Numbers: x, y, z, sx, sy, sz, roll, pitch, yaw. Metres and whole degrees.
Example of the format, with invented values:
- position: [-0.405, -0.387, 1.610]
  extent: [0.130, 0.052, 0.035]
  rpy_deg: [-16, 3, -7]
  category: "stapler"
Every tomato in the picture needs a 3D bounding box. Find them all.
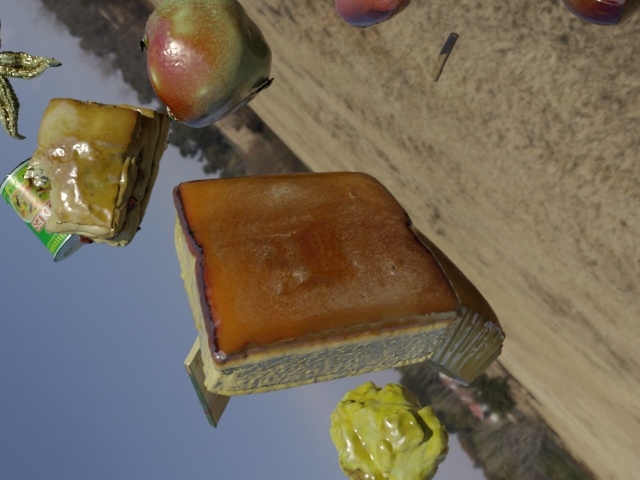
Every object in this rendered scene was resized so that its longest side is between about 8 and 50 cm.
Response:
- position: [-0.239, -0.403, 1.527]
  extent: [0.303, 0.239, 0.303]
  rpy_deg: [-13, -90, -71]
  category: "tomato"

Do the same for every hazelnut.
- position: [0.677, -0.617, 1.598]
  extent: [0.218, 0.234, 0.218]
  rpy_deg: [41, -174, -6]
  category: "hazelnut"

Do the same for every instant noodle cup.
- position: [-0.711, -0.091, 1.818]
  extent: [0.233, 0.207, 0.207]
  rpy_deg: [43, -179, -2]
  category: "instant noodle cup"

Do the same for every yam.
- position: [0.338, -0.503, 1.890]
  extent: [0.032, 0.145, 0.032]
  rpy_deg: [14, -139, -12]
  category: "yam"

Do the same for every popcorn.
- position: [0.139, 0.431, 1.482]
  extent: [0.235, 0.242, 0.250]
  rpy_deg: [54, 175, -31]
  category: "popcorn"

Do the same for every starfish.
- position: [-0.784, -0.415, 1.567]
  extent: [0.358, 0.347, 0.078]
  rpy_deg: [35, -142, -22]
  category: "starfish"

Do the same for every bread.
- position: [0.200, 0.105, 1.366]
  extent: [0.388, 0.183, 0.236]
  rpy_deg: [44, -177, 34]
  category: "bread"
- position: [-0.531, -0.181, 1.575]
  extent: [0.315, 0.369, 0.191]
  rpy_deg: [9, 155, 17]
  category: "bread"
- position: [-0.024, 0.042, 0.946]
  extent: [0.143, 0.333, 0.323]
  rpy_deg: [102, 151, -41]
  category: "bread"

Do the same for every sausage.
- position: [0.134, -0.625, 1.749]
  extent: [0.152, 0.152, 0.280]
  rpy_deg: [46, 169, -21]
  category: "sausage"

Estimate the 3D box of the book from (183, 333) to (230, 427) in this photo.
- position: [-0.225, 0.265, 1.522]
  extent: [0.026, 0.201, 0.289]
  rpy_deg: [13, 143, 15]
  category: "book"
